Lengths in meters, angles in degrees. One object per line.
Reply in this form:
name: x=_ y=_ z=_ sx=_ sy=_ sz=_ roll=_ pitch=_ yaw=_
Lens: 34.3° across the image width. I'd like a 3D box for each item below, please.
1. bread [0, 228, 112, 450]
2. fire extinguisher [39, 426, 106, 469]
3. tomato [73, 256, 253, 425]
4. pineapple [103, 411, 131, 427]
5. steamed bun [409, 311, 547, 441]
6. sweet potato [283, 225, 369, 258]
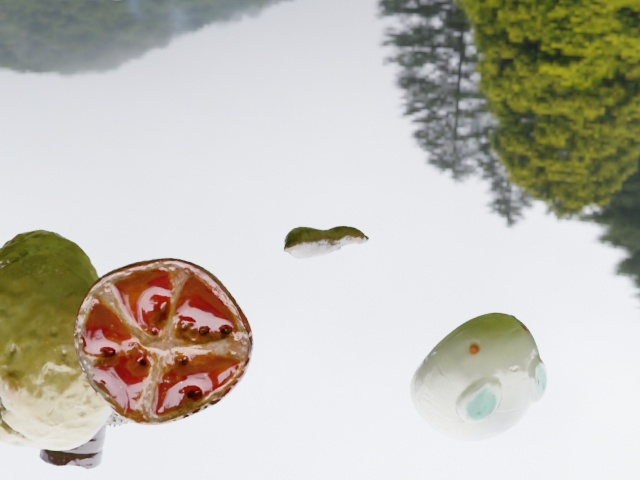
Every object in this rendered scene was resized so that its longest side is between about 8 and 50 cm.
bread: x=-0.301 y=0.110 z=1.073 sx=0.134 sy=0.244 sz=0.244 roll=-7 pitch=-157 yaw=-33
fire extinguisher: x=-0.421 y=0.233 z=1.852 sx=0.114 sy=0.337 sz=0.135 roll=8 pitch=-176 yaw=-20
tomato: x=-0.141 y=0.082 z=0.927 sx=0.156 sy=0.155 sz=0.069 roll=-1 pitch=-168 yaw=-4
pineapple: x=-0.312 y=0.219 z=1.357 sx=0.159 sy=0.074 sz=0.074 roll=-12 pitch=-154 yaw=-27
steamed bun: x=0.227 y=0.201 z=1.451 sx=0.177 sy=0.228 sz=0.130 roll=-14 pitch=-122 yaw=-25
sweet potato: x=0.000 y=0.000 z=0.783 sx=0.026 sy=0.026 sz=0.115 roll=14 pitch=-168 yaw=29
